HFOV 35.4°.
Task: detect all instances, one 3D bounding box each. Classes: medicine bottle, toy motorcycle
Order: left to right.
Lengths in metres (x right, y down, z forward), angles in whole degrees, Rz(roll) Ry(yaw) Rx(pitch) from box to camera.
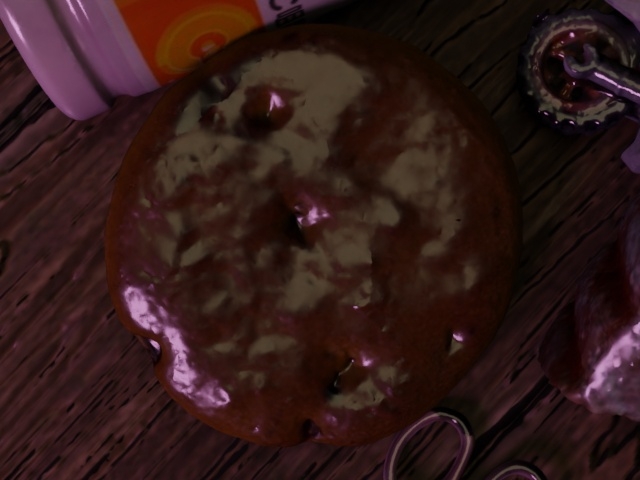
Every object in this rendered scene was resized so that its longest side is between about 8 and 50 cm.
[{"bbox_3d":[-0.039,-0.166,0.501,0.250,0.133,0.133,-24,80,-3],"label":"medicine bottle"},{"bbox_3d":[0.208,-0.112,0.501,0.215,0.080,0.122,-36,76,4],"label":"toy motorcycle"}]

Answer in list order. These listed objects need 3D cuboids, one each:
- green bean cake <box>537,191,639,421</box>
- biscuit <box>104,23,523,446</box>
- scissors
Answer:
[{"bbox_3d":[0.244,0.033,0.438,0.233,0.097,0.198,25,118,-2],"label":"green bean cake"},{"bbox_3d":[0.000,0.000,0.490,0.212,0.036,0.212,-1,97,-5],"label":"biscuit"},{"bbox_3d":[0.038,0.170,0.491,0.085,0.022,0.176,34,80,12],"label":"scissors"}]
